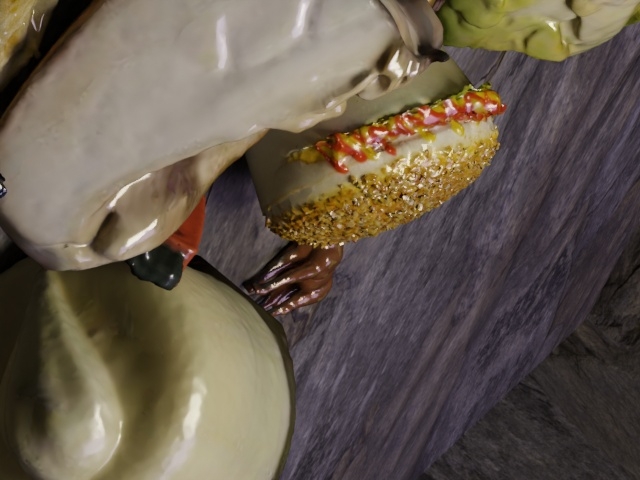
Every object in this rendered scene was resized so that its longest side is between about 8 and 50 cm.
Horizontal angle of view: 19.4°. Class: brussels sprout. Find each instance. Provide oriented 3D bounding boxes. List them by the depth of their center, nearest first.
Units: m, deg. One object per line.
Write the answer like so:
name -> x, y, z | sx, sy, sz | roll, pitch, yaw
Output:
brussels sprout -> 0.247, -0.317, 1.970 | 0.344, 0.268, 0.344 | -40, -148, 32

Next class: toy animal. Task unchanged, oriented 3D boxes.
toy animal -> 0.000, 0.000, 2.379 | 0.229, 0.066, 0.224 | -33, 153, -18

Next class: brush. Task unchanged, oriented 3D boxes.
brush -> -0.145, -0.018, 1.759 | 0.051, 0.070, 0.323 | -57, -173, 17

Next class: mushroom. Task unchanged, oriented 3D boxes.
mushroom -> -0.119, -0.157, 1.604 | 0.397, 0.224, 0.313 | -35, -160, 4

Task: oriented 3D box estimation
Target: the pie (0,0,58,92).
pie -> -0.283, -0.161, 1.372 | 0.274, 0.055, 0.274 | -46, 162, -19

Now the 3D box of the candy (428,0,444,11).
candy -> 0.105, -0.330, 1.824 | 0.271, 0.101, 0.143 | -66, 169, 15

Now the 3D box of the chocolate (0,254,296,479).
chocolate -> -0.212, 0.137, 1.798 | 0.314, 0.326, 0.297 | -48, 146, -2

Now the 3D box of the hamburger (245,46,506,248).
hamburger -> 0.057, -0.095, 2.036 | 0.276, 0.179, 0.294 | -22, 170, -24

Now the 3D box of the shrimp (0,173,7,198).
shrimp -> -0.326, -0.014, 1.408 | 0.198, 0.051, 0.262 | -5, 161, 0
